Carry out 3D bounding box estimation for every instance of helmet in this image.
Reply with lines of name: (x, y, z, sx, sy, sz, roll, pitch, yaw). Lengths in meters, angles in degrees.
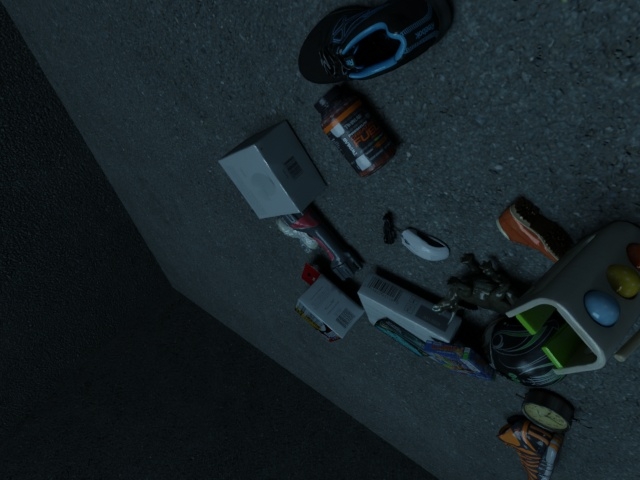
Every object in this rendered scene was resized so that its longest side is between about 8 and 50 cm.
helmet: (0.505, 0.259, 0.942, 0.162, 0.169, 0.169, -14, 118, 46)

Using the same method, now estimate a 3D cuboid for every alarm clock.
alarm clock: (0.679, 0.499, 1.157, 0.192, 0.064, 0.129, 6, 133, 50)

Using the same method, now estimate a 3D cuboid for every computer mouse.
computer mouse: (0.246, 0.004, 1.061, 0.193, 0.042, 0.106, 27, 146, 25)

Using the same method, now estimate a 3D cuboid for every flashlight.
flashlight: (0.000, 0.000, 1.294, 0.304, 0.103, 0.103, 50, 176, -14)

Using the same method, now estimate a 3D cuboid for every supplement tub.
supplement tub: (0.072, -0.244, 0.888, 0.198, 0.106, 0.106, 49, 150, -11)

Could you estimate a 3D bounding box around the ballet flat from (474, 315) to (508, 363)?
ballet flat: (0.488, 0.264, 1.102, 0.084, 0.058, 0.249, 20, 141, 14)

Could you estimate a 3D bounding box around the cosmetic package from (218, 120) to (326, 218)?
cosmetic package: (-0.143, -0.196, 1.170, 0.225, 0.138, 0.224, -4, 127, 50)

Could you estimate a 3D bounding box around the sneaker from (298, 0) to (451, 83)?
sneaker: (0.056, -0.356, 0.732, 0.341, 0.139, 0.125, 4, 135, 50)

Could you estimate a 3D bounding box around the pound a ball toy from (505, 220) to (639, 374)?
pound a ball toy: (0.499, 0.103, 0.662, 0.208, 0.319, 0.135, 54, 152, 13)

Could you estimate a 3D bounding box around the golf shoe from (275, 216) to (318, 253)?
golf shoe: (-0.071, -0.040, 1.379, 0.176, 0.069, 0.086, 37, 130, 4)

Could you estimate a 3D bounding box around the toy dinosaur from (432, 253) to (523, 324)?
toy dinosaur: (0.415, 0.125, 0.975, 0.314, 0.121, 0.160, -5, 137, 47)

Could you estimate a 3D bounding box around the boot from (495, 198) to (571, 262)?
boot: (0.434, -0.008, 0.815, 0.158, 0.059, 0.084, 48, 154, 9)

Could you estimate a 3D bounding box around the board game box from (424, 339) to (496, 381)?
board game box: (0.409, 0.352, 1.165, 0.136, 0.035, 0.201, 0, 149, 44)

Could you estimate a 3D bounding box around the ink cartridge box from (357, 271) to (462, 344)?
ink cartridge box: (0.301, 0.275, 1.337, 0.308, 0.091, 0.385, 26, 163, 26)

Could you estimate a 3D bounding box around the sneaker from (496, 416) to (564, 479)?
sneaker: (0.704, 0.710, 1.363, 0.180, 0.125, 0.320, 21, 133, 40)

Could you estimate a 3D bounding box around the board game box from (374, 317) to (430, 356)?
board game box: (0.272, 0.320, 1.315, 0.186, 0.026, 0.126, 33, 164, 5)

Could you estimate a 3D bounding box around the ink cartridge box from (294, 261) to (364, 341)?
ink cartridge box: (-0.003, 0.241, 1.508, 0.272, 0.130, 0.309, 41, 163, 7)
